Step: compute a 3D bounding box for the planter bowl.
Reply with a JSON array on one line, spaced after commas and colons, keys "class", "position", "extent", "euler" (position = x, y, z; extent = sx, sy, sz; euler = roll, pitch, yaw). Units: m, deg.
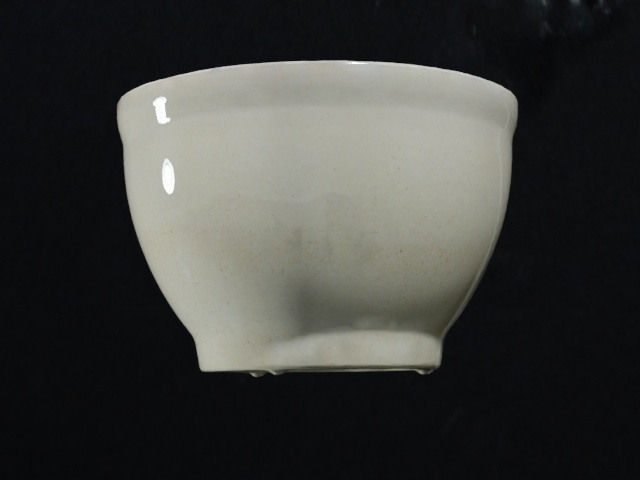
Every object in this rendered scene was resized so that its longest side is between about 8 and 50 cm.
[{"class": "planter bowl", "position": [0.000, 0.000, 0.527], "extent": [0.162, 0.162, 0.109], "euler": [-2, -97, 3]}]
